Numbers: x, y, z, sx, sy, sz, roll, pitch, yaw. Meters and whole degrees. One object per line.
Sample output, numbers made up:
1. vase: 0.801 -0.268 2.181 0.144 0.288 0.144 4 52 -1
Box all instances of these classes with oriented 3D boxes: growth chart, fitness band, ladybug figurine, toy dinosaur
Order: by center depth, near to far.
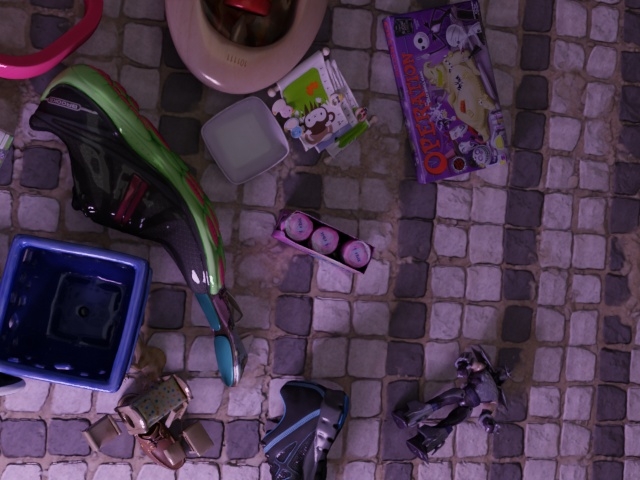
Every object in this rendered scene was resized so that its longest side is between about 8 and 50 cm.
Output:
1. fitness band: -0.517 -0.406 1.700 0.209 0.054 0.291 44 55 -7
2. ladybug figurine: -0.137 -0.490 1.801 0.305 0.162 0.450 17 87 -17
3. toy dinosaur: -0.337 0.231 1.826 0.092 0.053 0.183 -38 110 -28
4. growth chart: 0.003 -0.256 1.876 0.172 0.021 0.237 -47 132 -8

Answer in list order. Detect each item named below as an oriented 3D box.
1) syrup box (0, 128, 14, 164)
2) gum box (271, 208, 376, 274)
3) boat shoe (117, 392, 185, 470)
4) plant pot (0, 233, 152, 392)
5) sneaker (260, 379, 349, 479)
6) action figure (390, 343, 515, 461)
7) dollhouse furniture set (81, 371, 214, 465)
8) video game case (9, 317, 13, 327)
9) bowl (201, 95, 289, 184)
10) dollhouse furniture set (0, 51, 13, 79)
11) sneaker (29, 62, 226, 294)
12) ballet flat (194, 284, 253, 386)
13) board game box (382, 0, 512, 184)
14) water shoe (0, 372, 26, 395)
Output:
1. syrup box: -0.634 -0.098 1.696 0.096 0.093 0.237 26 84 -16
2. gum box: 0.000 0.000 1.884 0.188 0.107 0.062 25 84 -16
3. boat shoe: -0.319 0.368 1.821 0.064 0.060 0.178 -38 102 -13
4. plant pot: -0.425 0.123 1.689 0.235 0.212 0.236 12 88 -2
5. sneaker: -0.055 0.440 1.893 0.139 0.125 0.341 18 89 11
6. action figure: 0.293 0.335 1.989 0.285 0.099 0.185 -30 94 -17
7. dollhouse furniture set: -0.300 0.356 1.735 0.182 0.101 0.161 -35 96 -31
8. video game case: -0.751 0.173 1.650 0.300 0.036 0.329 39 73 -4
9. bowl: -0.146 -0.194 1.856 0.142 0.053 0.142 -31 100 -4
10. dollhouse furniture set: -0.625 -0.244 1.670 0.123 0.144 0.151 20 49 -17
11. sneaker: -0.343 -0.090 1.765 0.202 0.185 0.483 -36 98 4
12. ballet flat: -0.176 0.170 1.859 0.079 0.077 0.222 -22 98 -35
13. board game box: 0.263 -0.307 1.989 0.208 0.056 0.347 -15 96 -12
14. water shoe: -0.628 0.232 1.718 0.203 0.073 0.080 6 87 -17
